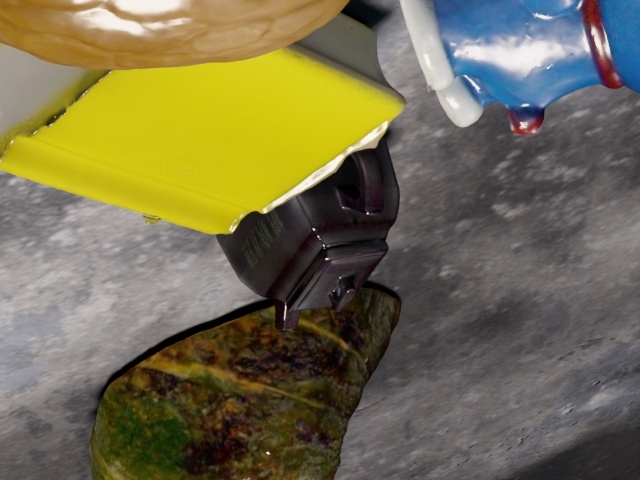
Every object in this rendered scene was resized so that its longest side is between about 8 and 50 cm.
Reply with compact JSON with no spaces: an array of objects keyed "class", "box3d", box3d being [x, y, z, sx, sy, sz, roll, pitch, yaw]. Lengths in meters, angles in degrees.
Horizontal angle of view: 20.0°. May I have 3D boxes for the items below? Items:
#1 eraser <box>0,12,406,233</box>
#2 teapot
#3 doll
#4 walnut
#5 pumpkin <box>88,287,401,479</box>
[{"class":"eraser","box3d":[-0.074,-0.080,1.004,0.158,0.069,0.226,-36,151,24]},{"class":"teapot","box3d":[0.000,0.000,1.192,0.087,0.096,0.177,-7,151,-29]},{"class":"doll","box3d":[0.169,-0.143,1.004,0.257,0.161,0.215,-9,171,11]},{"class":"walnut","box3d":[-0.073,-0.151,0.740,0.207,0.167,0.167,-3,151,-13]},{"class":"pumpkin","box3d":[-0.039,0.144,1.374,0.278,0.163,0.111,-19,156,-8]}]
